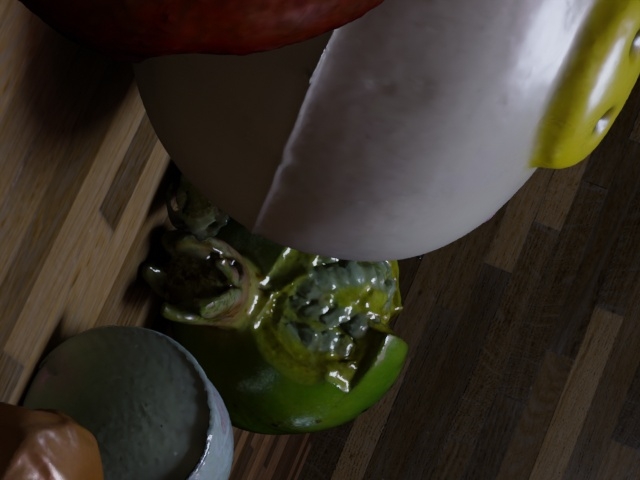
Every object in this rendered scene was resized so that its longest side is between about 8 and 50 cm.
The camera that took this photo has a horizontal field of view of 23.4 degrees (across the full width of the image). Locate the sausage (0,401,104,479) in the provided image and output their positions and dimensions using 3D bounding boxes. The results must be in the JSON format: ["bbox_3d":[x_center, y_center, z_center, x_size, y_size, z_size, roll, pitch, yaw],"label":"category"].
[{"bbox_3d":[-0.215,0.211,0.936,0.241,0.120,0.136,-67,157,-5],"label":"sausage"}]

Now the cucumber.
[{"bbox_3d":[-0.075,-0.063,1.344,0.245,0.067,0.067,-55,165,-72],"label":"cucumber"}]

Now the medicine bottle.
[{"bbox_3d":[-0.142,0.148,1.154,0.143,0.147,0.147,78,35,-71],"label":"medicine bottle"}]

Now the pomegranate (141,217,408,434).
[{"bbox_3d":[-0.052,0.060,1.393,0.302,0.236,0.236,17,95,-51],"label":"pomegranate"}]

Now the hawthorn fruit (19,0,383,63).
[{"bbox_3d":[-0.058,-0.210,0.637,0.230,0.210,0.266,-47,147,-32],"label":"hawthorn fruit"}]

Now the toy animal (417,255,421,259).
[{"bbox_3d":[-0.001,0.014,1.635,0.160,0.197,0.272,-60,174,-29],"label":"toy animal"}]

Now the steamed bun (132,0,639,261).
[{"bbox_3d":[0.040,-0.173,0.947,0.374,0.334,0.334,-65,173,20],"label":"steamed bun"}]
